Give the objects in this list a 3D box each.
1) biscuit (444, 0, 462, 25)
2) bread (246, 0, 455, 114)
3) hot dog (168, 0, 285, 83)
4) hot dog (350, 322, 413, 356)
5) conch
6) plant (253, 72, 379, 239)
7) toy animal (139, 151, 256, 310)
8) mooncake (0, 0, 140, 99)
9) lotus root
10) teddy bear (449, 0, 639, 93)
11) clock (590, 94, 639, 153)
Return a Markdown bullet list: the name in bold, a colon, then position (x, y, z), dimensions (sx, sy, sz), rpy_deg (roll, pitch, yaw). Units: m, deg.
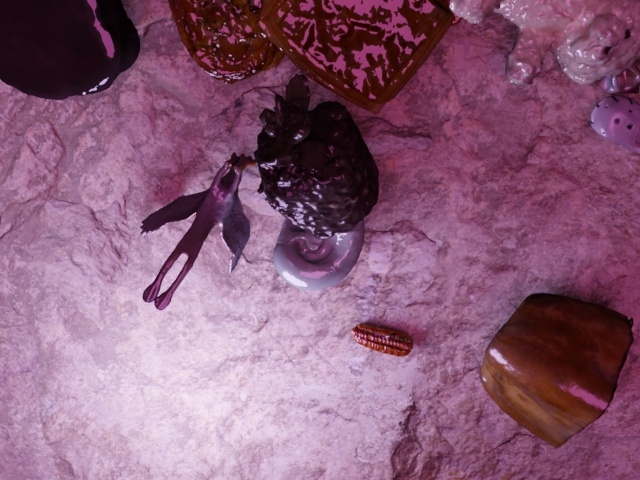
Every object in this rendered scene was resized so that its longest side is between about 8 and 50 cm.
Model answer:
- **biscuit**: position (0.138, -0.505, 1.682), dimensions (0.334, 0.047, 0.202), rpy_deg (-5, 108, 3)
- **bread**: position (0.057, -0.428, 1.598), dimensions (0.324, 0.167, 0.277), rpy_deg (37, 111, -8)
- **hot dog**: position (-0.180, -0.442, 1.684), dimensions (0.196, 0.122, 0.272), rpy_deg (-20, 108, 7)
- **hot dog**: position (0.136, 0.221, 1.937), dimensions (0.144, 0.038, 0.062), rpy_deg (16, 110, -2)
- **conch**: position (-0.001, 0.001, 1.826), dimensions (0.221, 0.121, 0.185), rpy_deg (-38, 88, 8)
- **plant**: position (-0.030, -0.162, 1.667), dimensions (0.213, 0.215, 0.312), rpy_deg (-23, 144, 21)
- **toy animal**: position (-0.240, -0.045, 1.738), dimensions (0.225, 0.284, 0.302), rpy_deg (29, 109, -5)
- **mooncake**: position (-0.515, -0.468, 1.643), dimensions (0.350, 0.212, 0.381), rpy_deg (6, 112, 6)
- **lotus root**: position (0.485, 0.246, 1.836), dimensions (0.250, 0.316, 0.316), rpy_deg (29, 109, 13)
- **teddy bear**: position (0.464, -0.389, 1.567), dimensions (0.362, 0.375, 0.327), rpy_deg (47, 118, 2)
- **clock**: position (0.629, -0.242, 1.727), dimensions (0.176, 0.080, 0.117), rpy_deg (23, 109, -6)
